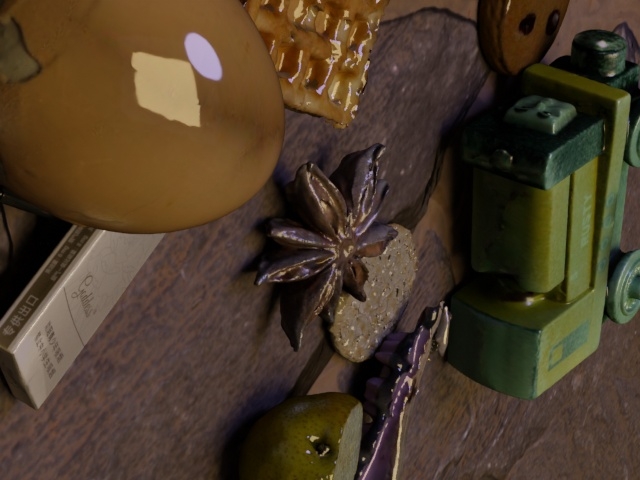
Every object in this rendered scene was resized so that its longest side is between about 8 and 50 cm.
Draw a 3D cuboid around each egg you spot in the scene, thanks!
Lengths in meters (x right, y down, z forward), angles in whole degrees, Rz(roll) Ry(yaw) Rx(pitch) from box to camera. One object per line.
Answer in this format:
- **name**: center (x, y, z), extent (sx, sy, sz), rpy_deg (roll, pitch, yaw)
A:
- **egg**: center (-0.131, -0.104, 1.104), extent (0.244, 0.201, 0.201), rpy_deg (30, 77, -28)

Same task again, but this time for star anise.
- **star anise**: center (0.000, 0.000, 1.505), extent (0.182, 0.065, 0.195), rpy_deg (-44, 142, -31)

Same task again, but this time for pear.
- **pear**: center (-0.022, 0.202, 1.528), extent (0.141, 0.104, 0.141), rpy_deg (12, 90, -82)

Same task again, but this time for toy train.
- **toy train**: center (0.257, -0.024, 1.798), extent (0.253, 0.160, 0.397), rpy_deg (-31, 133, -41)

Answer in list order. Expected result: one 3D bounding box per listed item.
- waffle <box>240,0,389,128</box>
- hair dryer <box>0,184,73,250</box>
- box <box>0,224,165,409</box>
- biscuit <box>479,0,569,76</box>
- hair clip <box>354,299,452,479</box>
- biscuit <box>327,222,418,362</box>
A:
- **waffle**: center (-0.011, -0.262, 1.338), extent (0.213, 0.091, 0.308), rpy_deg (15, 92, -59)
- **hair dryer**: center (-0.209, -0.022, 1.204), extent (0.083, 0.026, 0.047), rpy_deg (24, 83, -55)
- **box**: center (-0.175, 0.025, 1.243), extent (0.198, 0.029, 0.109), rpy_deg (-56, 164, -24)
- **biscuit**: center (0.256, -0.380, 1.717), extent (0.283, 0.064, 0.432), rpy_deg (-2, 106, -57)
- **hair clip**: center (0.070, 0.197, 1.680), extent (0.106, 0.084, 0.292), rpy_deg (22, 84, -63)
- **biscuit**: center (0.053, 0.052, 1.646), extent (0.152, 0.020, 0.152), rpy_deg (-38, 137, -45)
